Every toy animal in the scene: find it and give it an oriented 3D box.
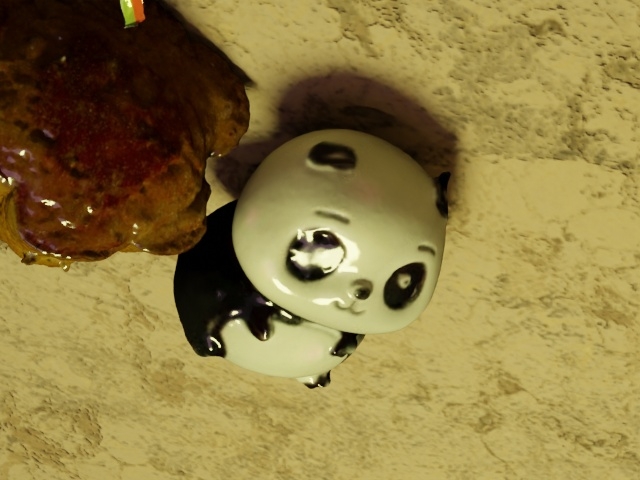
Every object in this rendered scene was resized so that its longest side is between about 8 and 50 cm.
[{"bbox_3d":[-0.002,0.008,1.602,0.187,0.165,0.235,17,147,-30],"label":"toy animal"}]

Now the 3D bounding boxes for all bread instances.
[{"bbox_3d":[-0.197,-0.087,1.544,0.247,0.232,0.135,30,153,-22],"label":"bread"}]

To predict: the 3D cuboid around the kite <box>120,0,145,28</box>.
[{"bbox_3d":[-0.167,-0.247,1.469,0.241,0.014,0.183,-9,120,1],"label":"kite"}]
